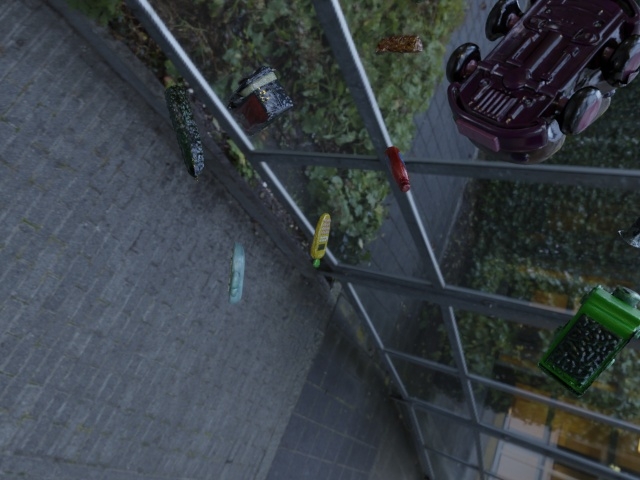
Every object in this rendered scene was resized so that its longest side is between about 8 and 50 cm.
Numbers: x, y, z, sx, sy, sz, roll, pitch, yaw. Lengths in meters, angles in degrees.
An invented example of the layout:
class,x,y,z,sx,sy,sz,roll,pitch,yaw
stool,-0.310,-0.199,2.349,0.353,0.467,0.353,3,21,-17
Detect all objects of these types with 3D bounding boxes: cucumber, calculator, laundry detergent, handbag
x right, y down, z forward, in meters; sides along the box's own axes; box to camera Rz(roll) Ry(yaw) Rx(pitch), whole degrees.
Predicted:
class,x,y,z,sx,sy,sz,roll,pitch,yaw
cucumber,-0.365,-0.294,1.193,0.067,0.067,0.293,13,52,-58
calculator,-0.272,0.103,1.404,0.042,0.295,0.184,5,102,-13
laundry detergent,0.230,-0.198,1.279,0.097,0.049,0.165,56,19,-45
handbag,-0.232,-0.501,1.580,0.181,0.254,0.181,-38,104,-23
calculator,0.000,0.000,1.836,0.146,0.032,0.235,-8,112,-72

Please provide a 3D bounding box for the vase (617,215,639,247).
class,x,y,z,sx,sy,sz,roll,pitch,yaw
vase,0.730,-0.063,0.956,0.059,0.059,0.167,-34,151,-48

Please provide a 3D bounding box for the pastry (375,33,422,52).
class,x,y,z,sx,sy,sz,roll,pitch,yaw
pastry,0.276,-0.692,1.536,0.087,0.169,0.063,-45,141,-55

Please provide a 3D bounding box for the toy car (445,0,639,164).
class,x,y,z,sx,sy,sz,roll,pitch,yaw
toy car,0.406,-0.279,0.813,0.340,0.271,0.240,-46,146,0

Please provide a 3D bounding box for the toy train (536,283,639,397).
class,x,y,z,sx,sy,sz,roll,pitch,yaw
toy train,0.589,0.209,0.948,0.188,0.132,0.243,-7,128,-49

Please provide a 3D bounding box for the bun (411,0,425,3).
class,x,y,z,sx,sy,sz,roll,pitch,yaw
bun,0.267,-0.817,1.331,0.116,0.210,0.237,-58,142,-5
